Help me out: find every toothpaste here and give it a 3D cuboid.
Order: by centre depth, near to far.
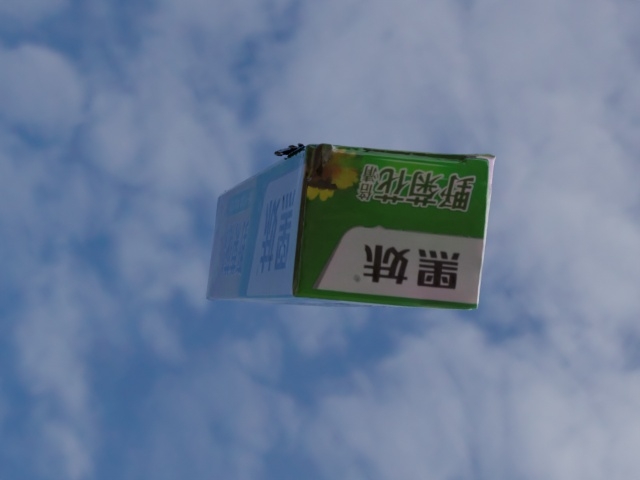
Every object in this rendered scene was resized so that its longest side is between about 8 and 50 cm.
[{"bbox_3d":[0.000,0.000,0.432,0.178,0.043,0.037,169,-72,-80],"label":"toothpaste"}]
